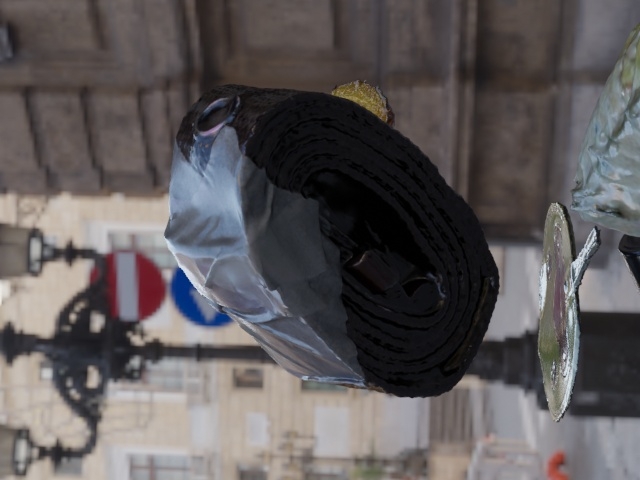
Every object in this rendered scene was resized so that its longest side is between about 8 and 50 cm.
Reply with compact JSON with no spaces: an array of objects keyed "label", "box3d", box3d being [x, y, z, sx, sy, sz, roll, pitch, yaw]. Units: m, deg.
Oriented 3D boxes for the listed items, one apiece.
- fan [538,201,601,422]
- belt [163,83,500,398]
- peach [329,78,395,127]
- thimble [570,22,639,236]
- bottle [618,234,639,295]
[{"label":"fan","box3d":[0.249,0.057,1.336,0.335,0.011,0.230,92,178,-66]},{"label":"belt","box3d":[0.000,0.000,1.023,0.289,0.164,0.184,46,-110,-31]},{"label":"peach","box3d":[0.053,-0.152,1.650,0.061,0.098,0.098,37,-127,-64]},{"label":"thimble","box3d":[0.233,-0.082,0.735,0.143,0.190,0.137,102,144,-63]},{"label":"bottle","box3d":[0.386,0.091,1.352,0.244,0.072,0.082,62,-167,-17]}]
